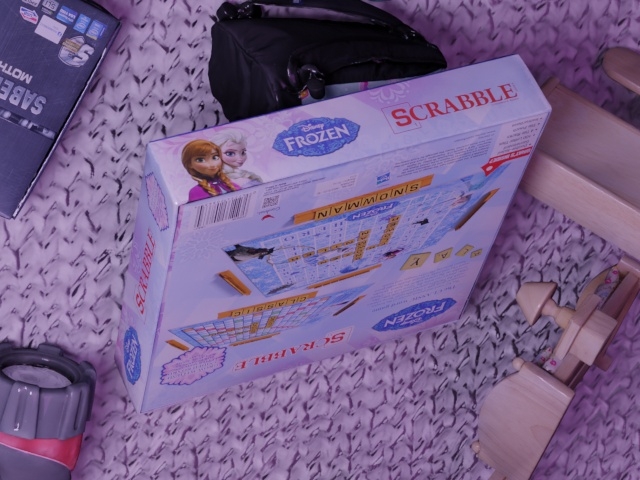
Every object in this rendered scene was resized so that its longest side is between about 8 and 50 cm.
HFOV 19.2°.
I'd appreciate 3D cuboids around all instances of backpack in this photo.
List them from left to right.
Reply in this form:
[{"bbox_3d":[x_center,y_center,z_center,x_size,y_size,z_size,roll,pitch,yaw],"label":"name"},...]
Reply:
[{"bbox_3d":[0.010,-0.128,1.560,0.182,0.152,0.115,-4,129,-29],"label":"backpack"}]

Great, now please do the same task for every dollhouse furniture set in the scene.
[{"bbox_3d":[0.213,0.035,1.760,0.303,0.174,0.355,-45,163,-43],"label":"dollhouse furniture set"}]

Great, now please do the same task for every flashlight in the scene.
[{"bbox_3d":[-0.262,0.241,1.590,0.103,0.103,0.304,13,107,-3],"label":"flashlight"}]

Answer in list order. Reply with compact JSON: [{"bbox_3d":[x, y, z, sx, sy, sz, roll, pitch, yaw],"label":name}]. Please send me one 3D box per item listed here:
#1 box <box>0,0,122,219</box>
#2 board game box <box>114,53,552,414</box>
[{"bbox_3d":[-0.293,-0.141,1.437,0.233,0.059,0.183,26,98,-33],"label":"box"},{"bbox_3d":[0.000,0.000,1.546,0.319,0.066,0.318,-14,150,-21],"label":"board game box"}]
